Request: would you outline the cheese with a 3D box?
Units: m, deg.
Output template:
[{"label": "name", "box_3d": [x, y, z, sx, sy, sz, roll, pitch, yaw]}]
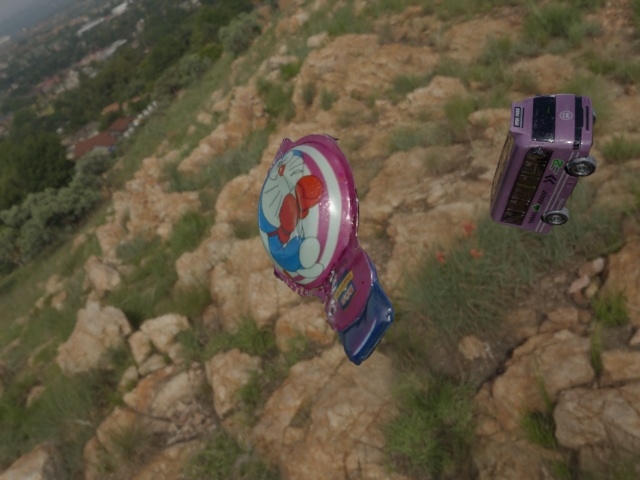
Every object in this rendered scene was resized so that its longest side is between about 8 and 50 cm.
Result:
[{"label": "cheese", "box_3d": [0.000, 0.000, 0.381, 0.038, 0.095, 0.145, 0, 45, -34]}]

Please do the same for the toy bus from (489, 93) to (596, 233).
[{"label": "toy bus", "box_3d": [0.255, -0.087, 0.799, 0.098, 0.178, 0.087, 10, 60, 7]}]
